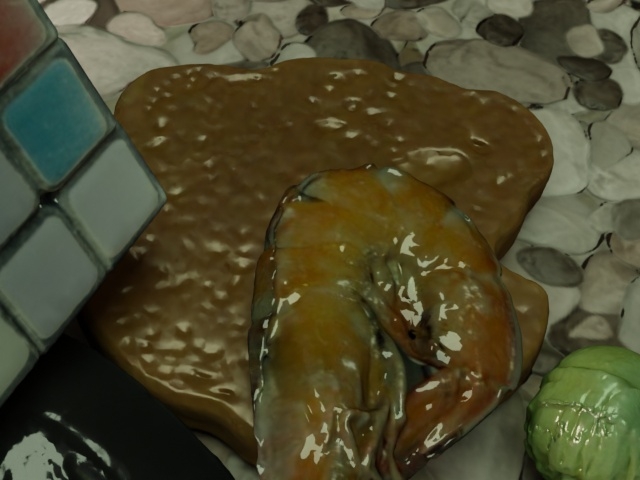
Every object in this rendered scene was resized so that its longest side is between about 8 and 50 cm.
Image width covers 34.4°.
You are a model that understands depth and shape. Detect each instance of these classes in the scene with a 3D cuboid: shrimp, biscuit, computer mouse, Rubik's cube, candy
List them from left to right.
[{"bbox_3d":[-0.288,-0.034,0.544,0.256,0.253,0.259,8,51,39],"label":"Rubik's cube"},{"bbox_3d":[-0.155,0.129,0.590,0.270,0.086,0.137,37,61,19],"label":"computer mouse"},{"bbox_3d":[0.000,0.000,0.706,0.352,0.057,0.312,-7,59,-9],"label":"biscuit"},{"bbox_3d":[0.036,0.084,0.586,0.164,0.062,0.316,8,54,-2],"label":"shrimp"},{"bbox_3d":[0.120,0.207,0.569,0.092,0.093,0.335,25,66,4],"label":"candy"}]
